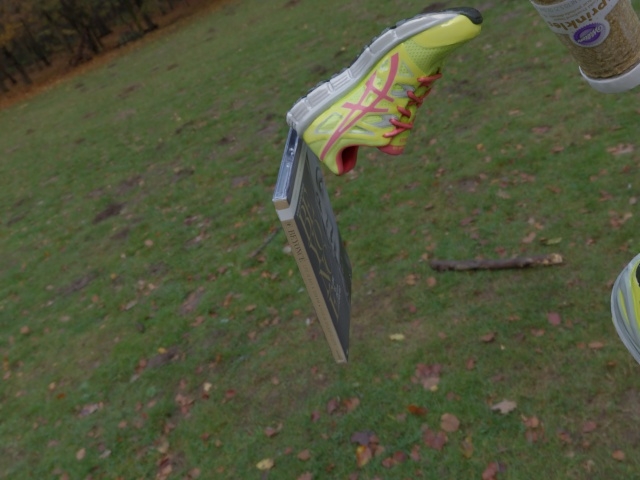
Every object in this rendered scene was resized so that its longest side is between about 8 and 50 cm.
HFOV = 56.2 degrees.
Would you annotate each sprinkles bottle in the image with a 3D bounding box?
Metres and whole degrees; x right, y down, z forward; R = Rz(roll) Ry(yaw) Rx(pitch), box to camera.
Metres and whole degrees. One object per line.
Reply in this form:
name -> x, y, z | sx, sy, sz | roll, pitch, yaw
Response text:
sprinkles bottle -> 0.424, -0.375, 0.964 | 0.121, 0.355, 0.121 | -24, 53, 36

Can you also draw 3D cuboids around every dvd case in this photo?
dvd case -> 0.000, 0.000, 0.653 | 0.018, 0.221, 0.164 | -11, 35, 13

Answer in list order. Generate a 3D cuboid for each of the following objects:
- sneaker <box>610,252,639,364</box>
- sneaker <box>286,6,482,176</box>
sneaker -> 0.380, 0.157, 0.468 | 0.145, 0.147, 0.384 | -45, 59, 9
sneaker -> 0.066, -0.129, 0.546 | 0.209, 0.094, 0.081 | -30, -2, 41
